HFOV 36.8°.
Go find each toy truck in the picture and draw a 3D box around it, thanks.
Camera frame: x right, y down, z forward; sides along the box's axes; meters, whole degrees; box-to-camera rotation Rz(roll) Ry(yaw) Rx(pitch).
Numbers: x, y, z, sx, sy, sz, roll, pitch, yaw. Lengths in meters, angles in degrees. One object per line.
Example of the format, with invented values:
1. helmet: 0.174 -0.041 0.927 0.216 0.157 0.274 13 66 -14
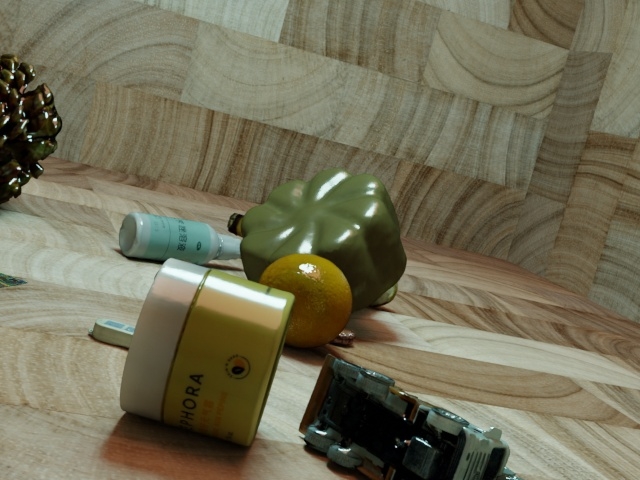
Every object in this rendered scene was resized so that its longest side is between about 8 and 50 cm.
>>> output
1. toy truck: 0.138 0.276 1.314 0.184 0.133 0.338 21 0 -40

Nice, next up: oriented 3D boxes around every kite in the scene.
1. kite: -0.592 0.071 1.800 0.090 0.004 0.122 12 8 -25

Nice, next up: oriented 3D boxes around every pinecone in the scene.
1. pinecone: -0.837 -0.262 2.392 0.398 0.397 0.398 15 8 -2

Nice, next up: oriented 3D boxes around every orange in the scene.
1. orange: -0.032 0.119 1.891 0.206 0.206 0.206 15 8 -2

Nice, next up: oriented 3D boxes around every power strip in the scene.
1. power strip: -0.294 0.168 1.599 0.191 0.030 0.047 15 8 5

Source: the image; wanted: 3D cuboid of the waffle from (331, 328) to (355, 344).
1. waffle: 0.032 0.198 2.019 0.083 0.029 0.075 12 5 -4

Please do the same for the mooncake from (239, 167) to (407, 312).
1. mooncake: 0.000 0.000 2.172 0.378 0.200 0.378 -13 32 8

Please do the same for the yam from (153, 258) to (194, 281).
1. yam: -0.303 0.082 2.021 0.084 0.084 0.127 16 5 2

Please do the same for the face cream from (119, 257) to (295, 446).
1. face cream: -0.148 0.151 1.303 0.179 0.218 0.218 16 8 1

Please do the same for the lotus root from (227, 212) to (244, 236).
1. lotus root: -0.129 -0.014 2.712 0.310 0.182 0.183 16 8 18

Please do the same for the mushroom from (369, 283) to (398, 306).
1. mushroom: 0.074 0.112 2.384 0.159 0.122 0.329 29 13 26

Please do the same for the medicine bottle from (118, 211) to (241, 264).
1. medicine bottle: -0.322 0.006 2.395 0.352 0.110 0.110 9 10 -38
